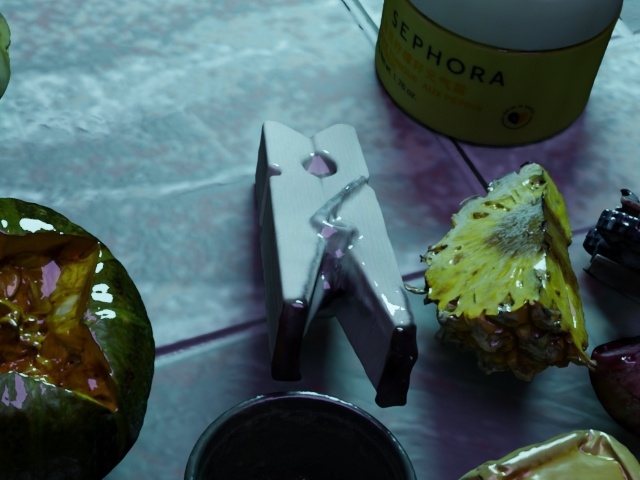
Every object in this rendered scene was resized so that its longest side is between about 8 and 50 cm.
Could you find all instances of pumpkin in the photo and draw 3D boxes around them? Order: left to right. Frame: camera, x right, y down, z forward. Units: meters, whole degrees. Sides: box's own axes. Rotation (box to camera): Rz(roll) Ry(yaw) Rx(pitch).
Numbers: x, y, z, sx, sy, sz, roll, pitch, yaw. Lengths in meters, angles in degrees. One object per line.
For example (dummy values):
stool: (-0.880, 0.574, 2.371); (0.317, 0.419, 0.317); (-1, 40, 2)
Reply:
pumpkin: (-0.233, 0.083, 0.989); (0.238, 0.159, 0.238); (16, 54, -22)

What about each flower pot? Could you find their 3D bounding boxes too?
flower pot: (-0.016, 0.197, 0.956); (0.157, 0.107, 0.157); (3, 46, -3)

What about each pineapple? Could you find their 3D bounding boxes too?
pineapple: (0.137, 0.037, 1.106); (0.135, 0.079, 0.233); (-26, 26, 18)

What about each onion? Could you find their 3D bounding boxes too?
onion: (0.308, 0.113, 1.084); (0.206, 0.151, 0.098); (-10, 86, -6)

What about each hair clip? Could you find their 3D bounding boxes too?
hair clip: (-0.001, 0.004, 1.089); (0.101, 0.085, 0.331); (2, 28, -8)

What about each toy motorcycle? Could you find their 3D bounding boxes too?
toy motorcycle: (0.270, 0.016, 1.109); (0.118, 0.212, 0.084); (23, 89, 8)

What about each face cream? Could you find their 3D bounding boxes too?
face cream: (0.168, -0.225, 1.297); (0.218, 0.179, 0.218); (4, 49, -5)

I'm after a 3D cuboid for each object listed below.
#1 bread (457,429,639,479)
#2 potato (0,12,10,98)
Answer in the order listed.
bread: (0.190, 0.261, 0.920); (0.152, 0.119, 0.288); (-15, 54, -24)
potato: (-0.368, -0.160, 1.199); (0.200, 0.137, 0.154); (-5, 20, -13)
